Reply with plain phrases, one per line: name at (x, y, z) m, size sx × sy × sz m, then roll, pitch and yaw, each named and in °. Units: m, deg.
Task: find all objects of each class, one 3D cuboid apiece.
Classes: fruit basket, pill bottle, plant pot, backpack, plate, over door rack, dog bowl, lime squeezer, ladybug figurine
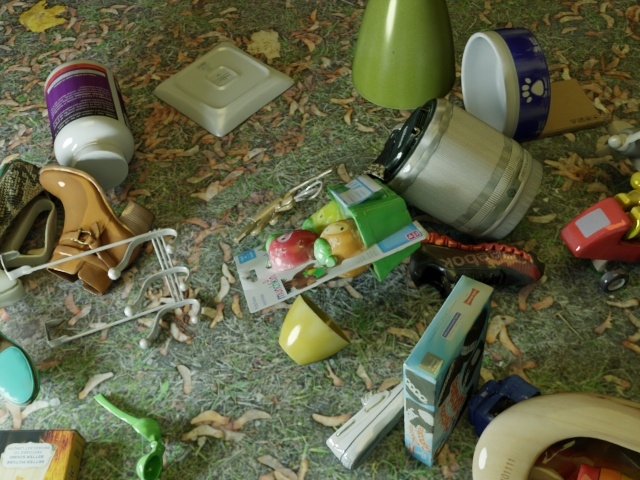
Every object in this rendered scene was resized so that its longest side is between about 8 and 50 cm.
fruit basket at (0.000, 0.000, 1.420) m, size 0.353 × 0.165 × 0.327 m, roll -19°, pitch 20°, yaw -5°
pill bottle at (-0.549, -0.272, 1.711) m, size 0.181 × 0.181 × 0.323 m, roll -17°, pitch 53°, yaw -9°
plant pot at (0.209, -0.527, 1.780) m, size 0.274 × 0.293 × 0.275 m, roll -2°, pitch 52°, yaw 3°
backpack at (0.325, 0.292, 1.264) m, size 0.120 × 0.098 × 0.101 m, roll -36°, pitch 54°, yaw -20°
plate at (-0.257, -0.416, 1.887) m, size 0.278 × 0.045 × 0.277 m, roll 35°, pitch 63°, yaw 27°
over door rack at (-0.407, 0.109, 1.373) m, size 0.324 × 0.239 × 0.108 m, roll -10°, pitch 47°, yaw -4°
dog bowl at (0.420, -0.350, 1.647) m, size 0.104 × 0.265 × 0.265 m, roll -11°, pitch 52°, yaw -7°
plant pot at (-0.024, 0.181, 1.368) m, size 0.095 × 0.134 × 0.134 m, roll -45°, pitch 59°, yaw 2°
lime squeezer at (-0.327, 0.384, 1.268) m, size 0.110 × 0.059 × 0.310 m, roll -18°, pitch 54°, yaw -10°
ladybug figurine at (0.460, 0.394, 1.099) m, size 0.449 × 0.162 × 0.305 m, roll 21°, pitch 93°, yaw 17°

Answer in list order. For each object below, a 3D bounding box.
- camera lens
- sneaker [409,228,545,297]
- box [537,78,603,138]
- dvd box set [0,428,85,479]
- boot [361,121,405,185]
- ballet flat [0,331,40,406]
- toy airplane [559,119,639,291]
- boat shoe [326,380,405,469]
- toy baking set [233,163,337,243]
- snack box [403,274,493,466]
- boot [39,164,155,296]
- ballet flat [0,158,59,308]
camera lens at (0.284, -0.145, 1.477) m, size 0.274 × 0.219 × 0.219 m, roll 29°, pitch 56°, yaw -8°
sneaker at (0.305, 0.064, 1.442) m, size 0.276 × 0.098 × 0.135 m, roll 10°, pitch 53°, yaw 14°
box at (0.567, -0.325, 1.770) m, size 0.201 × 0.021 × 0.164 m, roll -12°, pitch 52°, yaw -5°
dvd box set at (-0.584, 0.520, 1.177) m, size 0.307 × 0.062 × 0.420 m, roll -1°, pitch 52°, yaw 4°
boot at (0.228, -0.159, 1.634) m, size 0.236 × 0.085 × 0.178 m, roll 28°, pitch 64°, yaw 23°
ballet flat at (-0.612, 0.228, 1.385) m, size 0.247 × 0.087 × 0.083 m, roll 41°, pitch 72°, yaw 18°
toy airplane at (0.710, -0.068, 1.403) m, size 0.386 × 0.272 × 0.384 m, roll 22°, pitch 57°, yaw 20°
boat shoe at (0.104, 0.301, 1.281) m, size 0.076 × 0.083 × 0.226 m, roll 37°, pitch 64°, yaw 27°
toy baking set at (-0.073, -0.072, 1.535) m, size 0.256 × 0.197 × 0.030 m, roll -41°, pitch 105°, yaw -17°
snack box at (0.207, 0.224, 1.181) m, size 0.060 × 0.322 × 0.187 m, roll 25°, pitch 59°, yaw 24°
boot at (-0.526, -0.022, 1.547) m, size 0.283 × 0.109 × 0.220 m, roll 30°, pitch 63°, yaw -5°
ballet flat at (-0.678, 0.026, 1.522) m, size 0.182 × 0.164 × 0.483 m, roll 19°, pitch 52°, yaw -5°
